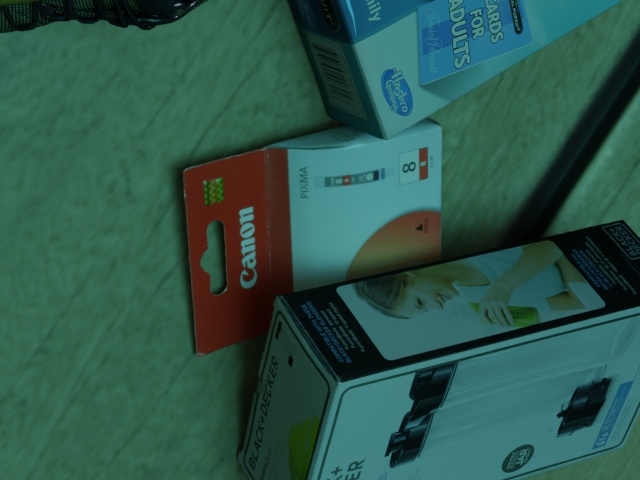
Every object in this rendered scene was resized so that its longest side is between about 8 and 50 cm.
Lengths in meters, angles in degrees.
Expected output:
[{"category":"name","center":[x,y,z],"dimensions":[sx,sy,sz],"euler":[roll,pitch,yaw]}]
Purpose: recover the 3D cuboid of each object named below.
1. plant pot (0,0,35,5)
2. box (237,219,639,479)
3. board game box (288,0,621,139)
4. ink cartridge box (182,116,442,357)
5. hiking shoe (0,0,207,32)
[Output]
[{"category":"plant pot","center":[-0.111,-0.247,0.802],"dimensions":[0.239,0.254,0.254],"euler":[-7,110,-22]},{"category":"box","center":[0.099,0.097,1.128],"dimensions":[0.290,0.087,0.169],"euler":[-10,136,-28]},{"category":"board game box","center":[0.120,-0.258,1.059],"dimensions":[0.336,0.079,0.254],"euler":[-31,120,-18]},{"category":"ink cartridge box","center":[0.000,0.000,1.088],"dimensions":[0.179,0.045,0.145],"euler":[-18,121,-29]},{"category":"hiking shoe","center":[-0.128,-0.162,0.919],"dimensions":[0.227,0.114,0.086],"euler":[-18,114,-25]}]
